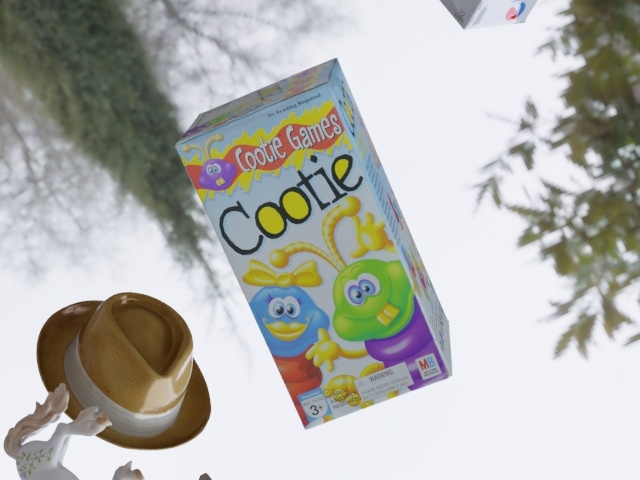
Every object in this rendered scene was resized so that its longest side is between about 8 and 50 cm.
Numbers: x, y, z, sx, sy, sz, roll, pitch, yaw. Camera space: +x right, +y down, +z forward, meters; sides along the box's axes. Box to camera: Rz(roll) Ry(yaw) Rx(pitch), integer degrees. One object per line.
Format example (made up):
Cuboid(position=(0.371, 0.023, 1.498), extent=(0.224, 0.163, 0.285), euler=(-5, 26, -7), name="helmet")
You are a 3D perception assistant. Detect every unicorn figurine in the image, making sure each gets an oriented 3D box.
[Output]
Cuboid(position=(-0.189, 0.195, 1.071), extent=(0.111, 0.060, 0.162), euler=(-32, -126, -10), name="unicorn figurine")

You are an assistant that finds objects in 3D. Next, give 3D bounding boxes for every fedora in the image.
Cuboid(position=(-0.176, 0.110, 1.353), extent=(0.079, 0.194, 0.194), euler=(-58, -171, 33), name="fedora")

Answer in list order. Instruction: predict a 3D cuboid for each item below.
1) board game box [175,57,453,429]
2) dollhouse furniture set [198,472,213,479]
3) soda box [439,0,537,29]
Cuboid(position=(0.000, 0.000, 1.250), extent=(0.142, 0.275, 0.144), euler=(-21, -167, 9), name="board game box")
Cuboid(position=(-0.087, 0.258, 0.849), extent=(0.151, 0.123, 0.144), euler=(-30, -122, -21), name="dollhouse furniture set")
Cuboid(position=(0.096, -0.269, 1.146), extent=(0.074, 0.069, 0.216), euler=(-14, -123, -37), name="soda box")
